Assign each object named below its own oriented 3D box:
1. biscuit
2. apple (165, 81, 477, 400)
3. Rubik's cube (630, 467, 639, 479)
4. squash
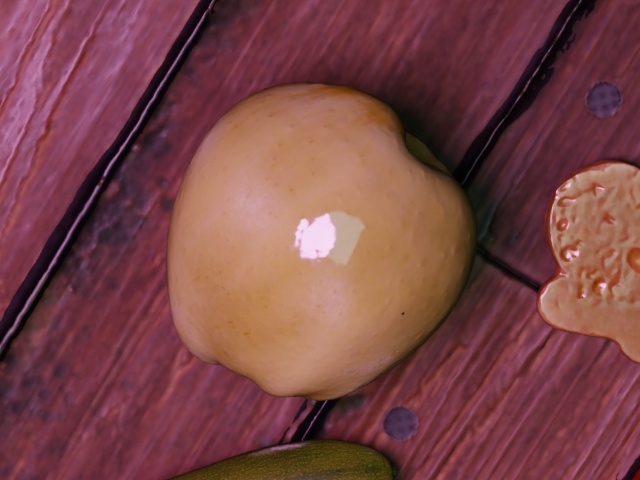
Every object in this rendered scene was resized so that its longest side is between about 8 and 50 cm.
[{"bbox_3d":[0.193,0.019,1.238,0.118,0.023,0.140,-28,99,1],"label":"biscuit"},{"bbox_3d":[0.000,0.000,1.149,0.200,0.200,0.200,0,98,-3],"label":"apple"},{"bbox_3d":[0.279,0.205,1.198,0.162,0.163,0.160,34,95,-8],"label":"Rubik's cube"},{"bbox_3d":[-0.077,0.181,1.223,0.258,0.069,0.069,-19,98,-1],"label":"squash"}]
